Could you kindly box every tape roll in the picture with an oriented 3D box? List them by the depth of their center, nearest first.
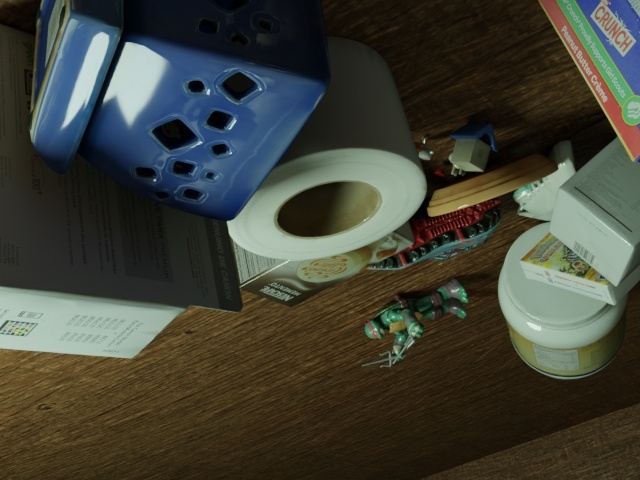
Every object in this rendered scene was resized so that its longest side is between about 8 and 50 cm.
[{"bbox_3d":[-0.007,-0.106,1.025,0.246,0.169,0.246,-11,151,-6],"label":"tape roll"}]

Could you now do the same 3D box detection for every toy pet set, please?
[{"bbox_3d":[0.183,-0.139,1.187,0.114,0.065,0.122,9,170,46],"label":"toy pet set"}]

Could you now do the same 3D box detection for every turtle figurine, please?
[{"bbox_3d":[0.175,0.162,1.646,0.234,0.118,0.175,-26,168,-8],"label":"turtle figurine"}]

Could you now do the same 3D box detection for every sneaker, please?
[{"bbox_3d":[0.356,-0.084,1.331,0.094,0.080,0.212,-3,154,7],"label":"sneaker"},{"bbox_3d":[0.172,0.005,1.375,0.262,0.104,0.125,-14,154,1],"label":"sneaker"}]

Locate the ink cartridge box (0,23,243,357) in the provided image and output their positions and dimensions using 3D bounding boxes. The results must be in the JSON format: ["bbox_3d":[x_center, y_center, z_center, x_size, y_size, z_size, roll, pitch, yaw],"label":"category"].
[{"bbox_3d":[-0.247,-0.043,0.884,0.272,0.309,0.130,12,143,-38],"label":"ink cartridge box"}]

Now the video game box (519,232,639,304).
[{"bbox_3d":[0.458,0.004,1.346,0.205,0.187,0.048,-40,116,-18],"label":"video game box"}]

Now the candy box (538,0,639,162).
[{"bbox_3d":[0.438,-0.201,0.941,0.317,0.268,0.122,6,142,-31],"label":"candy box"}]

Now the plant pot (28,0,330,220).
[{"bbox_3d":[-0.144,-0.182,0.772,0.212,0.235,0.236,10,145,-26],"label":"plant pot"}]

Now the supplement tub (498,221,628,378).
[{"bbox_3d":[0.455,0.114,1.562,0.228,0.228,0.316,-19,151,10],"label":"supplement tub"}]

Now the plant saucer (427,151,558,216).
[{"bbox_3d":[0.248,-0.086,1.231,0.200,0.037,0.200,-20,-178,1],"label":"plant saucer"}]

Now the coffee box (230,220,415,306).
[{"bbox_3d":[0.000,0.000,1.292,0.247,0.098,0.141,-29,148,26],"label":"coffee box"}]

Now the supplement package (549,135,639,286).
[{"bbox_3d":[0.475,-0.077,1.222,0.244,0.139,0.134,-39,154,-12],"label":"supplement package"}]
